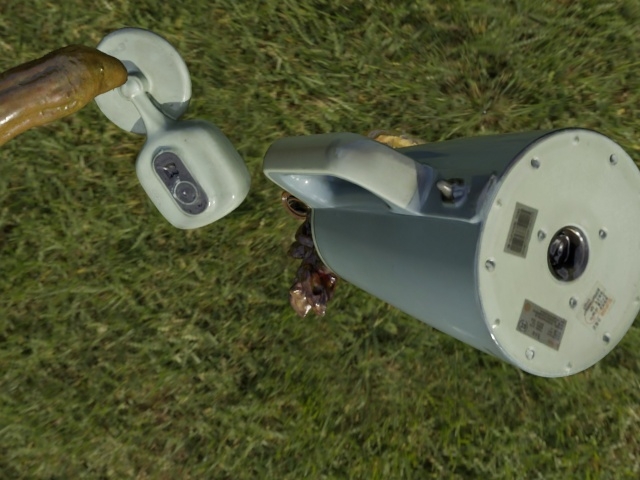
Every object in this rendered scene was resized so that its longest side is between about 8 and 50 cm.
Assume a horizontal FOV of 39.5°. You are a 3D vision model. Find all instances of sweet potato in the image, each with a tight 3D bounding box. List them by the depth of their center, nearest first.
[{"bbox_3d":[-0.226,-0.101,0.669,0.182,0.054,0.053,-37,109,-22],"label":"sweet potato"}]

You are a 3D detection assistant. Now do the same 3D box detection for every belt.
[{"bbox_3d":[-0.031,-0.068,1.604,0.083,0.036,0.059,21,127,42],"label":"belt"}]

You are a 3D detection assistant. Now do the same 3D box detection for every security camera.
[{"bbox_3d":[-0.225,-0.157,1.266,0.157,0.080,0.301,-26,103,28],"label":"security camera"}]

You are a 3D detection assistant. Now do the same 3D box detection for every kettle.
[{"bbox_3d":[0.077,-0.014,0.652,0.211,0.243,0.159,25,83,-33],"label":"kettle"}]

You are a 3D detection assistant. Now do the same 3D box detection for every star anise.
[{"bbox_3d":[0.001,0.000,1.112,0.073,0.234,0.177,23,103,-14],"label":"star anise"}]

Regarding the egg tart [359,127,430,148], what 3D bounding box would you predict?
[{"bbox_3d":[0.155,-0.078,1.673,0.288,0.118,0.288,24,141,22],"label":"egg tart"}]
